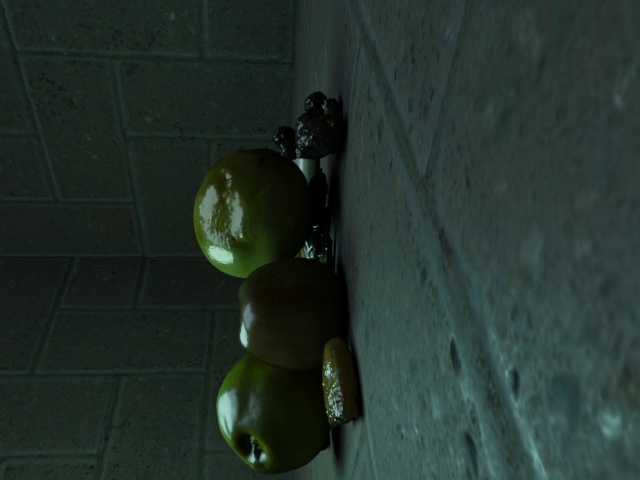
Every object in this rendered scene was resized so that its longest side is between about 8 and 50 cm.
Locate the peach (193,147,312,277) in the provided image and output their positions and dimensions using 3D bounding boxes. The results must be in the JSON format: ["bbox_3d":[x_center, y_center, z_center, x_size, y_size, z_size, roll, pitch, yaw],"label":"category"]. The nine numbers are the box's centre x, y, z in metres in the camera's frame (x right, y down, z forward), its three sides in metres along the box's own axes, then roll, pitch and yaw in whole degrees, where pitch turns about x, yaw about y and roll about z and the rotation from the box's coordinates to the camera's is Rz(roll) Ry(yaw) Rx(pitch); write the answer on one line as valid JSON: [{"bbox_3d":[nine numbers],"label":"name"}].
[{"bbox_3d":[-0.161,-0.070,1.408,0.281,0.314,0.316,-24,-60,-52],"label":"peach"}]

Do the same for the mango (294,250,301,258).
[{"bbox_3d":[-0.043,0.070,1.709,0.165,0.089,0.115,123,146,-74],"label":"mango"}]

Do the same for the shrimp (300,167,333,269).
[{"bbox_3d":[0.000,0.000,1.467,0.233,0.071,0.365,-122,33,-61],"label":"shrimp"}]

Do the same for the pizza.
[{"bbox_3d":[0.040,0.298,1.090,0.182,0.062,0.161,-113,30,-63],"label":"pizza"}]

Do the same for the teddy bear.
[{"bbox_3d":[-0.012,-0.239,1.273,0.140,0.177,0.190,45,-173,-14],"label":"teddy bear"}]

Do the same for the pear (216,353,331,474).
[{"bbox_3d":[-0.098,0.384,1.398,0.375,0.287,0.287,-62,-17,-47],"label":"pear"}]

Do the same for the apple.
[{"bbox_3d":[-0.067,0.166,1.260,0.257,0.233,0.257,177,90,-84],"label":"apple"}]

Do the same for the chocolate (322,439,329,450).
[{"bbox_3d":[-0.011,0.489,1.520,0.072,0.070,0.147,-48,33,37],"label":"chocolate"}]

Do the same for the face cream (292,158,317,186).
[{"bbox_3d":[-0.054,-0.108,1.850,0.173,0.081,0.349,-111,22,-74],"label":"face cream"}]
